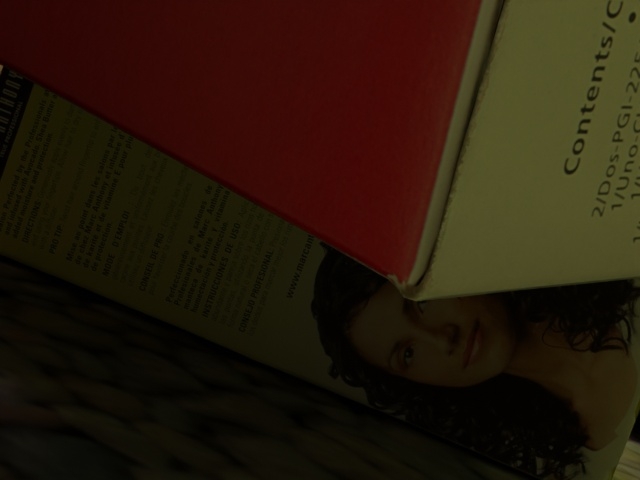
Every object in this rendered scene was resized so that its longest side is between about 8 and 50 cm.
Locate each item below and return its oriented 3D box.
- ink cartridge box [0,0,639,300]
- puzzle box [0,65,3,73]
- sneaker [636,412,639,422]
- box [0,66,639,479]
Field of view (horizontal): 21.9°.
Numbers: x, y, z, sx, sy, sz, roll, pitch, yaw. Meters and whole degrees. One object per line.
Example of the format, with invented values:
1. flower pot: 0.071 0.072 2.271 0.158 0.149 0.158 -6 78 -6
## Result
1. ink cartridge box: -0.021 -0.103 0.440 0.272 0.130 0.309 -3 23 -43
2. puzzle box: -0.130 -0.120 0.987 0.272 0.052 0.409 5 10 -11
3. sneaker: 0.122 0.042 0.716 0.235 0.084 0.097 28 -14 41
4. box: 0.000 0.000 0.546 0.232 0.087 0.058 21 7 10
